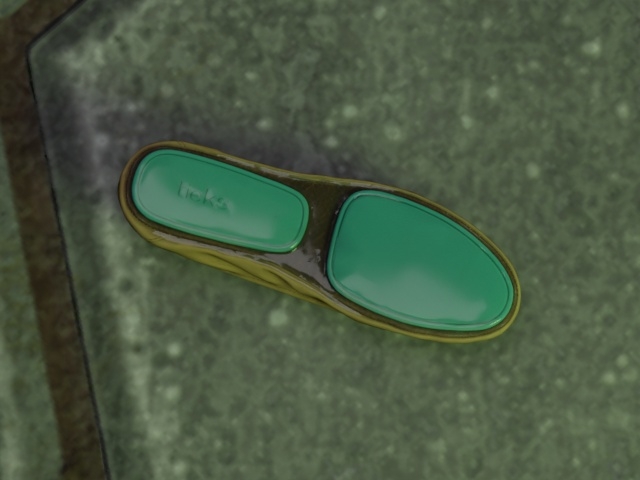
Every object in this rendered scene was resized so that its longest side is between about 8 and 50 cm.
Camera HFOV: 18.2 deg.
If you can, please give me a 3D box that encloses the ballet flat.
[{"bbox_3d":[0.000,0.000,1.123,0.232,0.073,0.080,21,77,2],"label":"ballet flat"}]
